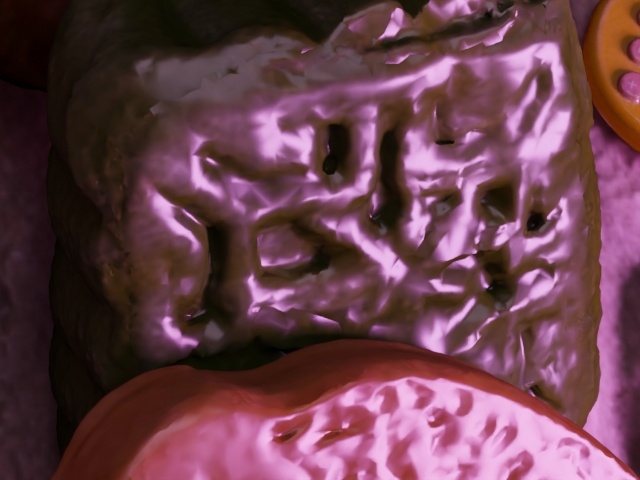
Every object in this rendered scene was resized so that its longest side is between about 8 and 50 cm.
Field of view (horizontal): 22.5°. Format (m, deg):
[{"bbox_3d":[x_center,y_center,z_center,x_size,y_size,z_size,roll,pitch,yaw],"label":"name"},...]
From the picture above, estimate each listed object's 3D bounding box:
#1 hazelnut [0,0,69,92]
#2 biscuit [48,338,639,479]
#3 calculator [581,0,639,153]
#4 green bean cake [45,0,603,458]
[{"bbox_3d":[-0.104,-0.168,0.687,0.234,0.218,0.218,29,62,-8],"label":"hazelnut"},{"bbox_3d":[-0.012,0.198,0.582,0.351,0.057,0.312,-45,113,-15],"label":"biscuit"},{"bbox_3d":[0.252,-0.074,0.851,0.234,0.032,0.146,20,63,1],"label":"calculator"},{"bbox_3d":[0.000,0.000,0.636,0.222,0.125,0.248,-17,118,-22],"label":"green bean cake"}]
